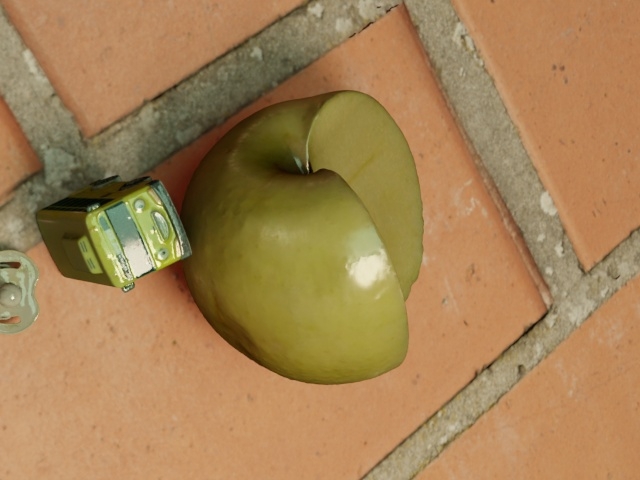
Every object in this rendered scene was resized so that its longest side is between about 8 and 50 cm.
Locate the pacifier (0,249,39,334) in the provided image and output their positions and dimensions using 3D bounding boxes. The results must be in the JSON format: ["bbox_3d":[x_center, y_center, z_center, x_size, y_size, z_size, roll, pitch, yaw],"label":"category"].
[{"bbox_3d":[-0.307,0.051,1.204,0.068,0.064,0.083,1,91,-14],"label":"pacifier"}]

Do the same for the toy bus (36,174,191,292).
[{"bbox_3d":[-0.203,-0.007,1.202,0.101,0.175,0.088,-28,105,-25],"label":"toy bus"}]

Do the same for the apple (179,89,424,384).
[{"bbox_3d":[-0.020,0.006,1.268,0.295,0.233,0.258,-83,164,-47],"label":"apple"}]
